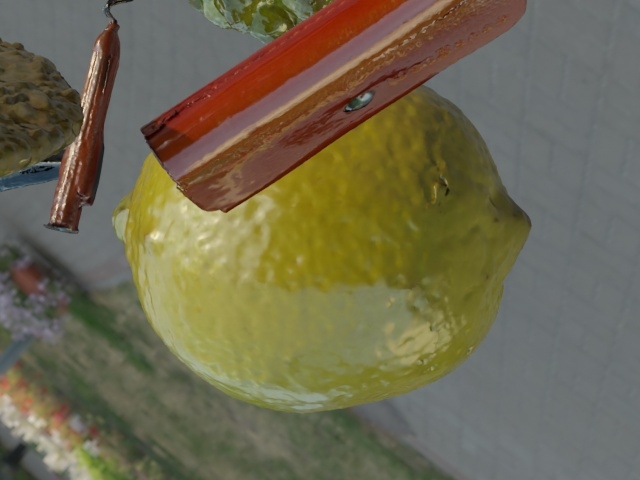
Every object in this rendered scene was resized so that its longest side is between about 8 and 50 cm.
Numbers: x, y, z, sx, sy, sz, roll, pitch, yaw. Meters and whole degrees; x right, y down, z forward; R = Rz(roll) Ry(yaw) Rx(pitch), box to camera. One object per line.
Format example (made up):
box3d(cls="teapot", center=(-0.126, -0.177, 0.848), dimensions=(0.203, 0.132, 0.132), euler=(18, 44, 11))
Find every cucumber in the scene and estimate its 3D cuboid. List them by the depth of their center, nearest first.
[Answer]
box3d(cls="cucumber", center=(-0.269, -0.066, 1.200), dimensions=(0.135, 0.033, 0.034), euler=(-12, 132, 32))

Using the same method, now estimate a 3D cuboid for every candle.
box3d(cls="candle", center=(-0.136, -0.086, 0.809), dimensions=(0.026, 0.167, 0.021), euler=(12, 171, -3))

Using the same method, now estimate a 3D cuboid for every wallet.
box3d(cls="wallet", center=(0.014, -0.087, 0.702), dimensions=(0.045, 0.204, 0.142), euler=(58, -177, 11))

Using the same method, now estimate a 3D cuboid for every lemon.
box3d(cls="lemon", center=(0.002, 0.000, 1.172), dimensions=(0.336, 0.336, 0.336), euler=(35, 162, 13))

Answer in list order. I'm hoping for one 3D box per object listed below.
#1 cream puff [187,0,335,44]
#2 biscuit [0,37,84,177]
box3d(cls="cream puff", center=(-0.042, -0.328, 1.432), dimensions=(0.196, 0.244, 0.244), euler=(23, 174, -33))
box3d(cls="biscuit", center=(-0.209, -0.065, 0.556), dimensions=(0.220, 0.220, 0.033), euler=(28, 118, 33))
